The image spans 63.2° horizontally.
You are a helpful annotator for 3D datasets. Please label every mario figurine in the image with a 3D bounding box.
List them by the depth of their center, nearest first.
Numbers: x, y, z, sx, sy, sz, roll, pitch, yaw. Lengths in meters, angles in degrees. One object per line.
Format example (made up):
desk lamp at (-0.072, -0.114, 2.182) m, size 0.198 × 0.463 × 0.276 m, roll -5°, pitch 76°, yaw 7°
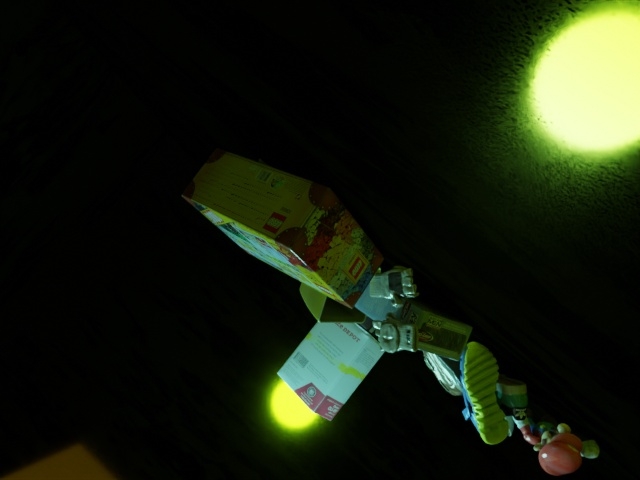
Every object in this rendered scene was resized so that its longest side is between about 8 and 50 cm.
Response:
mario figurine at (0.739, 0.605, 1.648) m, size 0.320 × 0.198 × 0.170 m, roll -23°, pitch -87°, yaw -86°

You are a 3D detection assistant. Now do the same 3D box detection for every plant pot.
plant pot at (0.049, 0.152, 1.811) m, size 0.212 × 0.212 × 0.187 m, roll 8°, pitch -167°, yaw -39°

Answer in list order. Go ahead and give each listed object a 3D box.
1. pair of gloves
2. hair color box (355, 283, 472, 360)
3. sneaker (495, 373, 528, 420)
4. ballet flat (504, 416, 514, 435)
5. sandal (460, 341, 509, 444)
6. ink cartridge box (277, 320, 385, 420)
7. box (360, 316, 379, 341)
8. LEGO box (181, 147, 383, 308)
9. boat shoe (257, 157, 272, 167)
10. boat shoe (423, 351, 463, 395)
pair of gloves at (0.211, 0.193, 1.461) m, size 0.042 × 0.240 × 0.204 m, roll 5°, pitch 165°, yaw -28°
hair color box at (0.270, 0.231, 1.612) m, size 0.185 × 0.114 × 0.374 m, roll 20°, pitch -177°, yaw -24°
sneaker at (0.589, 0.513, 1.719) m, size 0.108 × 0.121 × 0.302 m, roll -3°, pitch 174°, yaw -3°
ballet flat at (0.640, 0.567, 1.838) m, size 0.086 × 0.086 × 0.248 m, roll 45°, pitch -163°, yaw -38°
sandal at (0.487, 0.469, 1.631) m, size 0.138 × 0.126 × 0.318 m, roll -170°, pitch 70°, yaw -73°
ink cartridge box at (0.047, 0.514, 2.216) m, size 0.279 × 0.385 × 0.160 m, roll 34°, pitch 174°, yaw 46°
box at (0.237, 0.299, 2.195) m, size 0.143 × 0.191 × 0.381 m, roll 35°, pitch 172°, yaw 45°
LEGO box at (-0.114, -0.043, 1.551) m, size 0.500 × 0.193 × 0.372 m, roll 24°, pitch 164°, yaw 40°
boat shoe at (-0.188, -0.214, 1.718) m, size 0.066 × 0.066 × 0.183 m, roll 40°, pitch 174°, yaw 8°
boat shoe at (0.403, 0.395, 1.801) m, size 0.324 × 0.123 × 0.116 m, roll 59°, pitch 140°, yaw 20°
